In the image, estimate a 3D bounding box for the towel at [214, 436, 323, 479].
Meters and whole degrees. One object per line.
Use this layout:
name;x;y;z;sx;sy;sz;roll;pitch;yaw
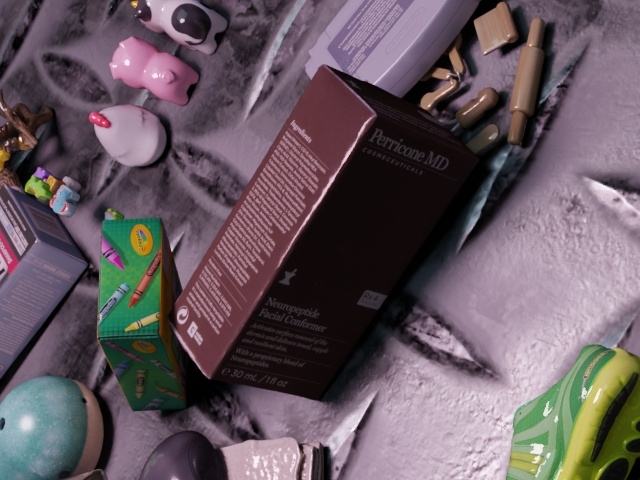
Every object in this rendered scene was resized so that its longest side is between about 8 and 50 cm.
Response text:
towel;-0.109;0.356;1.588;0.282;0.049;0.187;-19;59;37

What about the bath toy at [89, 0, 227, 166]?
bath toy;-0.265;-0.290;1.973;0.151;0.129;0.348;24;90;47

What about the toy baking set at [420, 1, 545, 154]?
toy baking set;0.189;-0.171;1.556;0.196;0.030;0.256;-7;67;45

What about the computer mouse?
computer mouse;-0.166;0.349;1.559;0.188;0.072;0.272;-45;47;23

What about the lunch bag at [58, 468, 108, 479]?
lunch bag;-0.371;0.480;1.690;0.235;0.169;0.287;-22;83;36

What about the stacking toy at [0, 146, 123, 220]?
stacking toy;-0.429;-0.074;2.004;0.221;0.167;0.052;31;94;46

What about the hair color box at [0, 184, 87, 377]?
hair color box;-0.564;0.115;2.070;0.374;0.113;0.185;-52;43;9

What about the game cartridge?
game cartridge;0.105;-0.294;1.653;0.294;0.060;0.196;-49;33;17

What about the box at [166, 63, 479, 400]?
box;0.000;0.000;1.520;0.381;0.191;0.143;-59;43;15

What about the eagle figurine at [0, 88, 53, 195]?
eagle figurine;-0.589;-0.099;2.160;0.298;0.226;0.225;-44;67;14

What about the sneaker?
sneaker;0.242;0.237;1.281;0.296;0.109;0.123;-58;21;10

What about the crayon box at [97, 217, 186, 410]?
crayon box;-0.232;0.105;1.668;0.081;0.278;0.165;-3;63;0

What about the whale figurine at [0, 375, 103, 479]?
whale figurine;-0.445;0.317;1.860;0.272;0.141;0.216;-44;47;22
